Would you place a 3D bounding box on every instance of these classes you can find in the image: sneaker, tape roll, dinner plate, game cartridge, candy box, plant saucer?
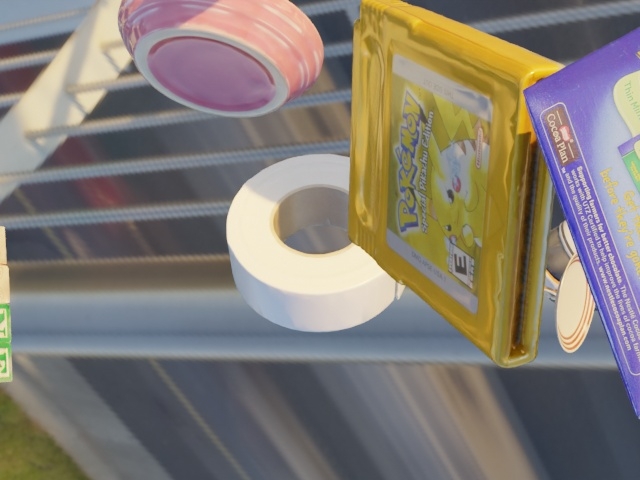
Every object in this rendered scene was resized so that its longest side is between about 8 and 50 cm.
[{"bbox_3d":[0.421,0.050,1.711,0.127,0.126,0.321,-35,144,29],"label":"sneaker"},{"bbox_3d":[0.000,0.000,1.702,0.286,0.286,0.100,13,141,13],"label":"tape roll"},{"bbox_3d":[0.338,0.079,1.480,0.017,0.141,0.141,10,141,32],"label":"dinner plate"},{"bbox_3d":[0.114,-0.071,1.086,0.323,0.052,0.285,39,134,55],"label":"game cartridge"},{"bbox_3d":[0.336,-0.048,0.757,0.317,0.268,0.122,-27,157,30],"label":"candy box"},{"bbox_3d":[-0.163,-0.293,1.744,0.332,0.084,0.332,10,156,5],"label":"plant saucer"}]

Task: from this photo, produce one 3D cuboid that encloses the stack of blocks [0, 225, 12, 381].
[{"bbox_3d":[-0.409,0.129,1.145,0.087,0.297,0.171,-9,172,24],"label":"stack of blocks"}]
